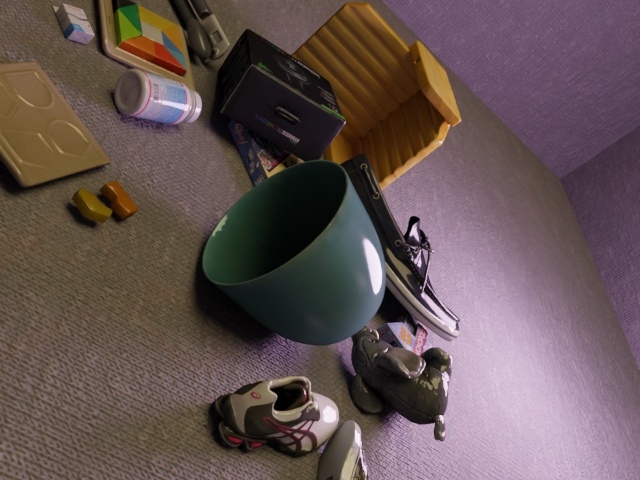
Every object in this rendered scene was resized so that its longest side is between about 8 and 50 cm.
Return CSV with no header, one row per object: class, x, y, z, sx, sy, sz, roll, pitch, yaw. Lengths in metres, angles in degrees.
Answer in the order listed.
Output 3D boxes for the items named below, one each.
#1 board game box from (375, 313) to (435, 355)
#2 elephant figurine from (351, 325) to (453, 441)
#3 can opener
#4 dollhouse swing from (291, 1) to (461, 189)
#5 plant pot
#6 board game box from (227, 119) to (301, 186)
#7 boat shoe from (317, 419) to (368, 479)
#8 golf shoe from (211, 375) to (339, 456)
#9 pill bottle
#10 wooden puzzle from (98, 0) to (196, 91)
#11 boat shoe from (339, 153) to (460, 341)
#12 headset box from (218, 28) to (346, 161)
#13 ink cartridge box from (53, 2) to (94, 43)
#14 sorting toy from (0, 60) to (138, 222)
board game box,0.197,0.239,1.630,0.194,0.060,0.194,49,28,-8
elephant figurine,0.126,0.256,1.443,0.239,0.186,0.170,25,80,-24
can opener,-0.296,-0.537,1.748,0.281,0.074,0.093,63,10,22
dollhouse swing,0.103,-0.356,1.862,0.305,0.346,0.315,34,33,-32
plant pot,-0.022,0.043,1.308,0.235,0.292,0.293,53,24,-32
board game box,-0.099,-0.161,1.662,0.165,0.042,0.243,9,50,-53
boat shoe,0.040,0.396,1.205,0.070,0.077,0.219,40,38,-21
golf shoe,-0.039,0.272,1.175,0.272,0.120,0.105,14,44,-52
pill bottle,-0.306,-0.270,1.425,0.160,0.087,0.087,4,54,-55
wooden puzzle,-0.361,-0.428,1.570,0.238,0.044,0.221,23,39,-43
boat shoe,0.181,0.018,1.708,0.500,0.156,0.187,53,3,-5
headset box,-0.093,-0.321,1.673,0.246,0.131,0.283,29,24,-22
ink cartridge box,-0.468,-0.417,1.412,0.048,0.028,0.083,1,56,-56
sorting toy,-0.427,-0.144,1.158,0.307,0.041,0.229,53,23,0
